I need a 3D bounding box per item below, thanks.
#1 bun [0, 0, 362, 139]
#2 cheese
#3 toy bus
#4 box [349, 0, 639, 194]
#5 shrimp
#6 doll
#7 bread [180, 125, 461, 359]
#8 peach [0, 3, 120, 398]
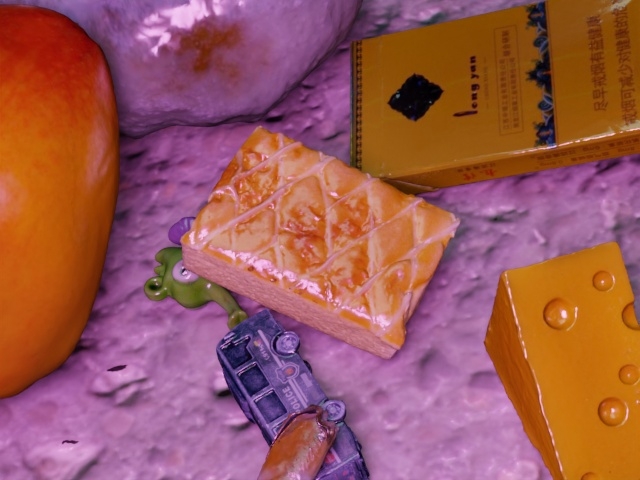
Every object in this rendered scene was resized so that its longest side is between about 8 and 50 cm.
[{"bbox_3d":[-0.126,-0.231,1.465,0.361,0.211,0.362,-7,41,6],"label":"bun"},{"bbox_3d":[0.194,0.111,1.179,0.093,0.126,0.171,-14,65,-9],"label":"cheese"},{"bbox_3d":[-0.022,0.125,1.230,0.065,0.047,0.166,-29,49,-9],"label":"toy bus"},{"bbox_3d":[0.160,-0.127,1.378,0.279,0.041,0.153,-10,59,17],"label":"box"},{"bbox_3d":[0.026,0.194,1.129,0.161,0.049,0.166,-4,67,16],"label":"shrimp"},{"bbox_3d":[-0.050,0.023,1.331,0.190,0.050,0.115,-8,55,-1],"label":"doll"},{"bbox_3d":[0.001,0.000,1.281,0.188,0.068,0.125,25,64,7],"label":"bread"},{"bbox_3d":[-0.295,-0.035,1.267,0.289,0.289,0.308,4,84,16],"label":"peach"}]
